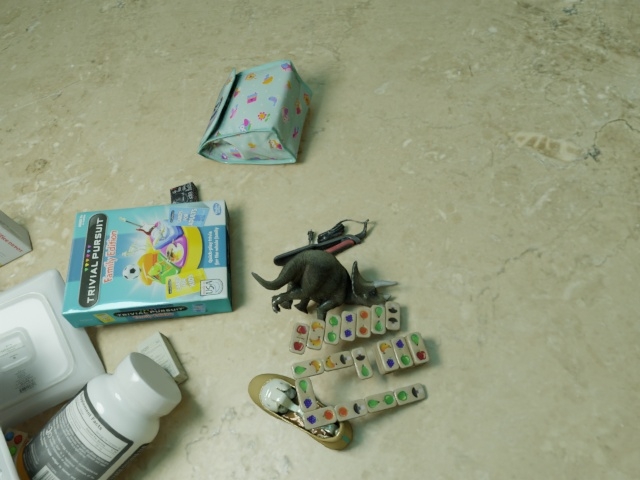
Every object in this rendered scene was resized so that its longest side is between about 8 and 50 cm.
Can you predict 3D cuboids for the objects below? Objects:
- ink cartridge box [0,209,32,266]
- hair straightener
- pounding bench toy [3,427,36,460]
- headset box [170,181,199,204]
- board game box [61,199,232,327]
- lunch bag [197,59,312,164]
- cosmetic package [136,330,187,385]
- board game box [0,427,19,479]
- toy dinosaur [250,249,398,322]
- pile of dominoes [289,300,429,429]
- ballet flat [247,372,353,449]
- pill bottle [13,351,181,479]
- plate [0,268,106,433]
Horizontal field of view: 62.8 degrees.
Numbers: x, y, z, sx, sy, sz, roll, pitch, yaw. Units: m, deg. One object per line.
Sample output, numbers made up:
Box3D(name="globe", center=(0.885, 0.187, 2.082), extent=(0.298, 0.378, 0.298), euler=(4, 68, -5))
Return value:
Box3D(name="ink cartridge box", center=(-0.841, 0.010, 1.307), extent=(0.175, 0.127, 0.072), euler=(-28, 56, -4))
Box3D(name="hair straightener", center=(0.000, 0.000, 1.151), extent=(0.231, 0.047, 0.089), euler=(-28, 58, -3))
Box3D(name="pounding bench toy", center=(-0.609, 0.426, 1.047), extent=(0.052, 0.065, 0.083), euler=(8, 64, 17))
Box3D(name="headset box", center=(-0.336, -0.097, 1.299), extent=(0.062, 0.032, 0.083), euler=(-18, 59, 4))
Box3D(name="board game box", center=(-0.371, 0.046, 1.158), extent=(0.337, 0.079, 0.253), euler=(-6, 59, -4))
Box3D(name="lunch bag", center=(-0.178, -0.311, 1.312), extent=(0.263, 0.160, 0.223), euler=(1, 64, 27))
Box3D(name="cosmetic package", center=(-0.331, 0.254, 1.091), extent=(0.060, 0.041, 0.115), euler=(-34, 59, -5))
Box3D(name="board game box", center=(-0.657, 0.380, 0.933), extent=(0.390, 0.050, 0.389), euler=(-34, 77, 25))
Box3D(name="toy dinosaur", center=(-0.011, 0.078, 1.021), extent=(0.160, 0.314, 0.121), euler=(-59, 34, 5))
Box3D(name="pile of dominoes", center=(0.070, 0.214, 0.956), extent=(0.251, 0.040, 0.195), euler=(-9, 65, -18))
Box3D(name="ballet flat", center=(-0.044, 0.305, 0.973), extent=(0.232, 0.073, 0.080), euler=(21, 69, 24))
Box3D(name="pill bottle", center=(-0.403, 0.350, 0.966), extent=(0.278, 0.162, 0.162), euler=(-45, 60, -4))
Box3D(name="plate", center=(-0.634, 0.232, 1.087), extent=(0.277, 0.045, 0.277), euler=(-26, 82, -17))
